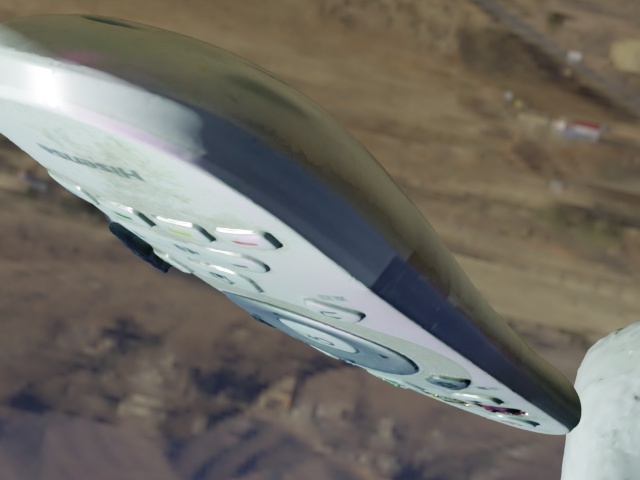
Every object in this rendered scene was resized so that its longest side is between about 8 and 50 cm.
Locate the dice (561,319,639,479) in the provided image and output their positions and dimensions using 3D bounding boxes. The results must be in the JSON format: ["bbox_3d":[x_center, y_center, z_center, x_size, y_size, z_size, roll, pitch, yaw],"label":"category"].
[{"bbox_3d":[0.230,0.186,0.813,0.264,0.268,0.262,5,162,10],"label":"dice"}]

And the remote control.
[{"bbox_3d":[-0.001,0.002,0.502,0.097,0.045,0.256,18,167,33],"label":"remote control"}]
